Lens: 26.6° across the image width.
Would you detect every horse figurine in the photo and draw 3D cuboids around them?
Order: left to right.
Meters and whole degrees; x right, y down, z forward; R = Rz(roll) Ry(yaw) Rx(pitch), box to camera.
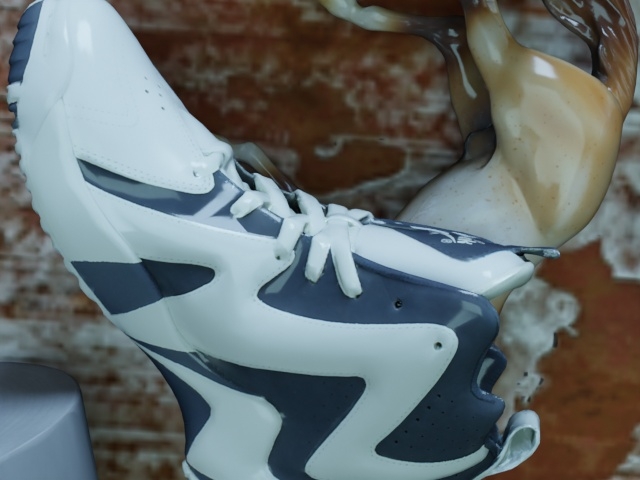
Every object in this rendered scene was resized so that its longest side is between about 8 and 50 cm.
[{"bbox_3d":[0.044,-0.022,0.552,0.174,0.066,0.263,37,99,1],"label":"horse figurine"}]

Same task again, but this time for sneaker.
[{"bbox_3d":[0.000,0.000,0.483,0.153,0.094,0.235,-23,94,13],"label":"sneaker"}]

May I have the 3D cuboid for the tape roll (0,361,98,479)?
[{"bbox_3d":[-0.188,0.109,0.487,0.219,0.219,0.072,-10,100,0],"label":"tape roll"}]
